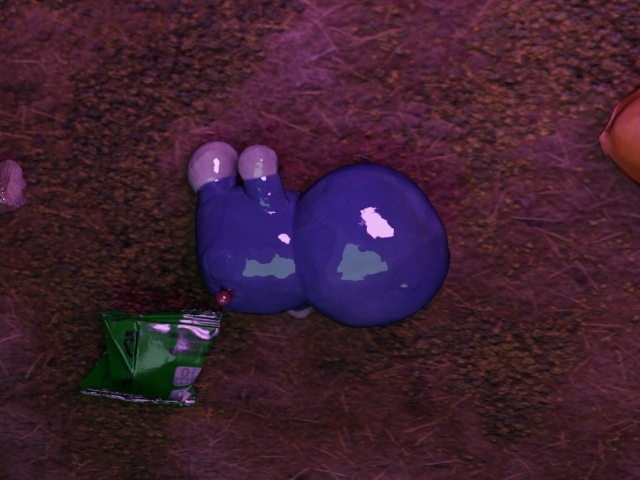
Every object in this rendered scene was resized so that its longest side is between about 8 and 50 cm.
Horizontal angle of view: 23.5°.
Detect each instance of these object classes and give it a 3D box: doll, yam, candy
[{"bbox_3d":[0.000,0.000,1.553,0.259,0.154,0.228,-5,131,12],"label":"doll"},{"bbox_3d":[-0.433,-0.035,1.694,0.253,0.061,0.061,-14,130,28],"label":"yam"},{"bbox_3d":[-0.205,0.145,1.808,0.141,0.078,0.203,18,143,-2],"label":"candy"}]

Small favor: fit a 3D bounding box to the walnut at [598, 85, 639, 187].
[{"bbox_3d":[0.367,-0.099,1.339,0.245,0.137,0.137,-3,135,19],"label":"walnut"}]
